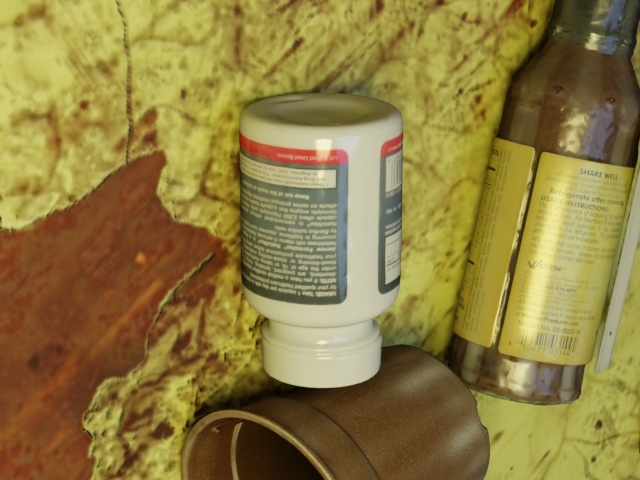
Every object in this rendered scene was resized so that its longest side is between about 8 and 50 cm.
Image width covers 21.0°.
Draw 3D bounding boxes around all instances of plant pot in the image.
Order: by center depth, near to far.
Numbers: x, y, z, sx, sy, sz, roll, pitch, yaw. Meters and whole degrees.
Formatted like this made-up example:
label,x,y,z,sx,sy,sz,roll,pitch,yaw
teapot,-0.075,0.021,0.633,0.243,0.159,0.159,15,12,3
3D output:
label,x,y,z,sx,sy,sz,roll,pitch,yaw
plant pot,0.019,0.159,1.188,0.165,0.167,0.167,-29,121,-42

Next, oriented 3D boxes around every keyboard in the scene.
label,x,y,z,sx,sy,sz,roll,pitch,yaw
keyboard,0.239,-0.001,1.339,0.256,0.014,0.072,92,10,-47

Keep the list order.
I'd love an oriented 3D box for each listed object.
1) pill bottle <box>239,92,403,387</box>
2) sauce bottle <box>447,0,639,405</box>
label,x,y,z,sx,sy,sz,roll,pitch,yaw
pill bottle,0.000,0.000,1.145,0.108,0.108,0.180,-14,112,-38
sauce bottle,0.181,-0.052,1.285,0.111,0.111,0.344,6,101,-43
